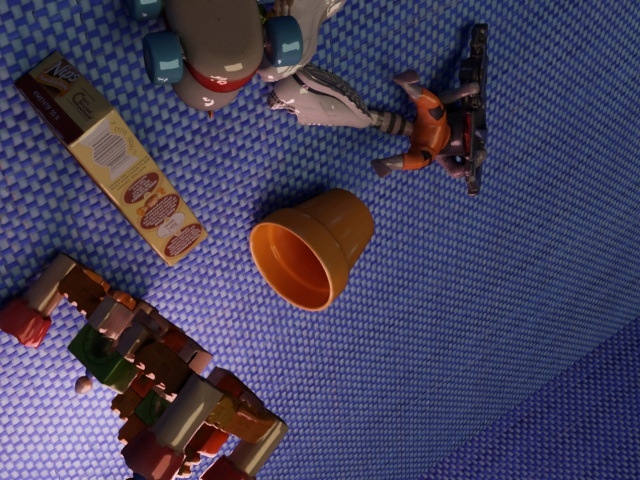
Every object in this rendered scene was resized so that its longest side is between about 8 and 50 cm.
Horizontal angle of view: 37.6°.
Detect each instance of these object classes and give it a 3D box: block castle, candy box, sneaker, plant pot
[{"bbox_3d":[-0.298,0.241,1.516,0.213,0.453,0.303,-53,145,-4],"label":"block castle"},{"bbox_3d":[-0.303,-0.114,1.396,0.087,0.183,0.316,-40,143,-8],"label":"candy box"},{"bbox_3d":[0.003,-0.245,1.680,0.095,0.090,0.235,-46,142,20],"label":"sneaker"},{"bbox_3d":[-0.049,-0.363,1.500,0.115,0.090,0.232,40,73,-40],"label":"sneaker"},{"bbox_3d":[0.000,0.000,1.814,0.188,0.205,0.205,-41,146,-34],"label":"plant pot"}]

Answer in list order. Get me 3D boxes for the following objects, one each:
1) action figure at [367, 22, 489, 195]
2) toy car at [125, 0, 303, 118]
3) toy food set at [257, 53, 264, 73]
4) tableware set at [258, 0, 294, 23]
[{"bbox_3d":[0.229,-0.265,1.863,0.330,0.179,0.341,0,96,-53],"label":"action figure"},{"bbox_3d":[-0.174,-0.286,1.410,0.219,0.210,0.238,-13,163,-20],"label":"toy car"},{"bbox_3d":[-0.112,-0.309,1.543,0.122,0.019,0.078,-9,130,-39],"label":"toy food set"},{"bbox_3d":[-0.074,-0.404,1.436,0.024,0.104,0.154,-18,115,-52],"label":"tableware set"}]
